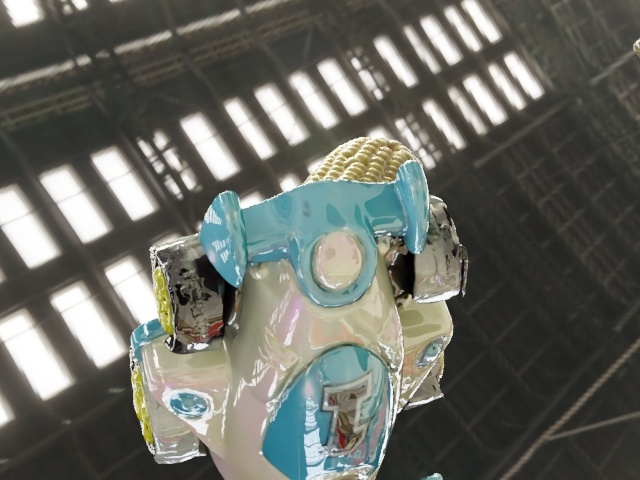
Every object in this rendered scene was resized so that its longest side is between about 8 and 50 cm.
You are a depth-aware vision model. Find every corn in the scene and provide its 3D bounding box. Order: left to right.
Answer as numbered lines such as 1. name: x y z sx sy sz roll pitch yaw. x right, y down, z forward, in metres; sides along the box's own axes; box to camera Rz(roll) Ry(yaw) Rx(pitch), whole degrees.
1. corn: 0.000 0.000 0.774 0.080 0.080 0.231 56 -138 -10

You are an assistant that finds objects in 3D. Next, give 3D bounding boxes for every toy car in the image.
1. toy car: 0.002 0.051 0.411 0.126 0.161 0.098 -11 -118 -17

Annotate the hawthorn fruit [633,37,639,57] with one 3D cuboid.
1. hawthorn fruit: 0.212 -0.197 0.514 0.165 0.165 0.285 46 -124 -20
